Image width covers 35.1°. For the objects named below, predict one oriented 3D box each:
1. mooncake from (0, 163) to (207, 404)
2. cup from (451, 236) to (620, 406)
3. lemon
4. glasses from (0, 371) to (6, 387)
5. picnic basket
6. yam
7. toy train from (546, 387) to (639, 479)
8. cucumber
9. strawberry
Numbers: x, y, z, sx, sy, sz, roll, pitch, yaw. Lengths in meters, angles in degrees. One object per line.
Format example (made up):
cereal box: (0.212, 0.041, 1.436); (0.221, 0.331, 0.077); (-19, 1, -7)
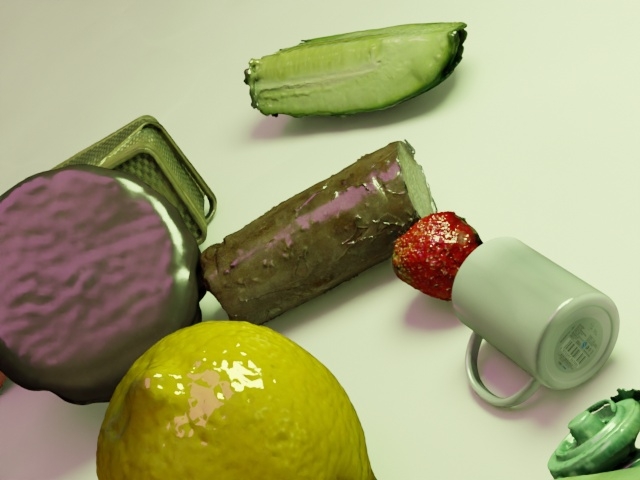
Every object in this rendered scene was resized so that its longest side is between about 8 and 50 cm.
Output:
mooncake: (-0.274, 0.055, 1.194); (0.282, 0.141, 0.283); (1, 70, -3)
cup: (0.196, 0.082, 0.944); (0.099, 0.136, 0.133); (-11, 28, -27)
lemon: (-0.079, 0.185, 0.892); (0.228, 0.253, 0.228); (-33, 25, 17)
glasses: (-0.482, 0.217, 1.283); (0.268, 0.118, 0.234); (-35, 35, 2)
picnic basket: (-0.286, -0.033, 1.362); (0.266, 0.165, 0.139); (-29, 25, 6)
yam: (-0.001, -0.002, 1.150); (0.279, 0.131, 0.131); (-28, 37, 11)
toy train: (0.207, 0.193, 0.621); (0.237, 0.150, 0.369); (-33, -7, -21)
cucumber: (0.065, -0.232, 1.380); (0.325, 0.105, 0.145); (-3, 20, 36)
strawberry: (0.125, 0.020, 1.046); (0.106, 0.106, 0.106); (-21, 38, 18)
